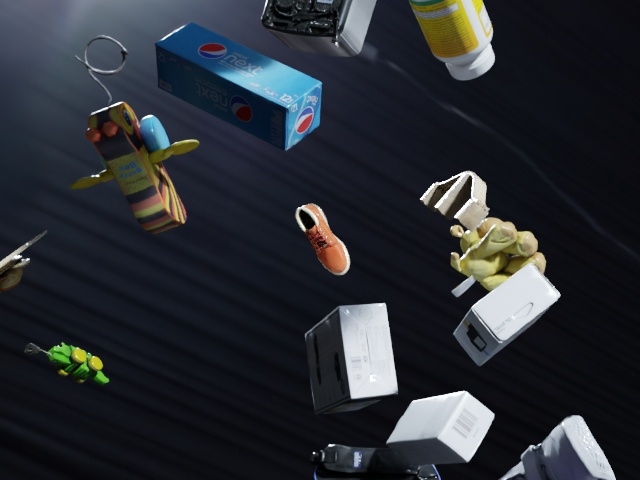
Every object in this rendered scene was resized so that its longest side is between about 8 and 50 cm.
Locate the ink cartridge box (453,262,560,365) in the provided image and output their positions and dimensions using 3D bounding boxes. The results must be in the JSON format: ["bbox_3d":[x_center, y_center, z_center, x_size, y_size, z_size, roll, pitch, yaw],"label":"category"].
[{"bbox_3d":[0.294,0.120,1.579,0.127,0.072,0.175,-35,-14,-13],"label":"ink cartridge box"}]

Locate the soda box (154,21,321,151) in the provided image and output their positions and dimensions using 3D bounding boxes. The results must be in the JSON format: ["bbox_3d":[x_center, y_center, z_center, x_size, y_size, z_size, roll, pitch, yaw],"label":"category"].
[{"bbox_3d":[-0.102,-0.191,1.209,0.071,0.210,0.067,-41,-31,-37],"label":"soda box"}]

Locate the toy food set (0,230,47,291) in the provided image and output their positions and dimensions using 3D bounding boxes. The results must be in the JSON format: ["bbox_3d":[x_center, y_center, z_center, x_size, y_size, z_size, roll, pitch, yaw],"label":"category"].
[{"bbox_3d":[-0.457,0.064,1.373,0.192,0.038,0.132,-30,11,36],"label":"toy food set"}]

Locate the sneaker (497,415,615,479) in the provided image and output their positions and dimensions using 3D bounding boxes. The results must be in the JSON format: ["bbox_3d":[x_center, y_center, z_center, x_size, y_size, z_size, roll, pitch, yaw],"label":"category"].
[{"bbox_3d":[0.350,0.419,1.624,0.366,0.210,0.137,81,164,-59],"label":"sneaker"}]

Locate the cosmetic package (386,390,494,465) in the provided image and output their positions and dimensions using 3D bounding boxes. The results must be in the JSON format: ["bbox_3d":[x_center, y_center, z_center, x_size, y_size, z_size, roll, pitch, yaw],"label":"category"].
[{"bbox_3d":[0.236,0.379,1.976,0.117,0.085,0.231,-53,8,-23],"label":"cosmetic package"}]

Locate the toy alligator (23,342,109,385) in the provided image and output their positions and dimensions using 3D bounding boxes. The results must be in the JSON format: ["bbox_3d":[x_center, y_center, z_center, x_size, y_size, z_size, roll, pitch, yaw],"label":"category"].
[{"bbox_3d":[-0.470,0.216,1.839,0.056,0.190,0.051,-37,42,21],"label":"toy alligator"}]

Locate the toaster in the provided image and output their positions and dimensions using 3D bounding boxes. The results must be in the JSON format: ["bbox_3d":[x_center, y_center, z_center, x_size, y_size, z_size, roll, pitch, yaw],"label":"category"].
[{"bbox_3d":[0.000,-0.416,1.742,0.168,0.110,0.185,12,82,27],"label":"toaster"}]

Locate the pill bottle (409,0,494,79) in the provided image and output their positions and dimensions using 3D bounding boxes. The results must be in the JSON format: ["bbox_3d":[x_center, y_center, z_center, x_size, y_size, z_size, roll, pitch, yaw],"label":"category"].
[{"bbox_3d":[0.239,-0.393,1.767,0.117,0.208,0.117,-19,41,17],"label":"pill bottle"}]

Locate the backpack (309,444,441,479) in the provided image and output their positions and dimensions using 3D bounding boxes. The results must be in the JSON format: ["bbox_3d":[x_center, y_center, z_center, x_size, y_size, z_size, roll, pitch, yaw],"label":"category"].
[{"bbox_3d":[0.136,0.573,2.108,0.213,0.263,0.276,83,171,-52],"label":"backpack"}]

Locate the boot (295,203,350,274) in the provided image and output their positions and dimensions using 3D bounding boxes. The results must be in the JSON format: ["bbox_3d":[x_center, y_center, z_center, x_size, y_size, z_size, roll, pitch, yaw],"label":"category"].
[{"bbox_3d":[0.000,0.000,1.936,0.059,0.158,0.084,-33,-8,11],"label":"boot"}]

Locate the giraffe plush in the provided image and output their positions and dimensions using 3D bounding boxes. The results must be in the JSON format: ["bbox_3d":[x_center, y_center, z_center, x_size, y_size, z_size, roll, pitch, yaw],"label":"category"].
[{"bbox_3d":[0.374,0.022,2.186,0.210,0.181,0.170,-26,25,14],"label":"giraffe plush"}]

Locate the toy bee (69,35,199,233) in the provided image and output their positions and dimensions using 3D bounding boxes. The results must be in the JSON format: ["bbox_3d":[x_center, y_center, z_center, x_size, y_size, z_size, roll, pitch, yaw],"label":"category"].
[{"bbox_3d":[-0.300,-0.134,1.462,0.195,0.298,0.162,-40,10,14],"label":"toy bee"}]

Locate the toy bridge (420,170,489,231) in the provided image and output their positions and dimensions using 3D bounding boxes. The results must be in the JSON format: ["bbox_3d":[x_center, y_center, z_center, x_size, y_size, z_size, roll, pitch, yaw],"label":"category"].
[{"bbox_3d":[0.170,-0.055,1.214,0.063,0.026,0.188,-49,12,2],"label":"toy bridge"}]

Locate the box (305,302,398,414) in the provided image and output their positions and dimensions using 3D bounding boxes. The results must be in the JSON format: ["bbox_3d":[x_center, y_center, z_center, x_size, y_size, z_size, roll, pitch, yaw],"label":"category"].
[{"bbox_3d":[0.051,0.225,1.832,0.290,0.087,0.169,129,135,-69],"label":"box"}]
